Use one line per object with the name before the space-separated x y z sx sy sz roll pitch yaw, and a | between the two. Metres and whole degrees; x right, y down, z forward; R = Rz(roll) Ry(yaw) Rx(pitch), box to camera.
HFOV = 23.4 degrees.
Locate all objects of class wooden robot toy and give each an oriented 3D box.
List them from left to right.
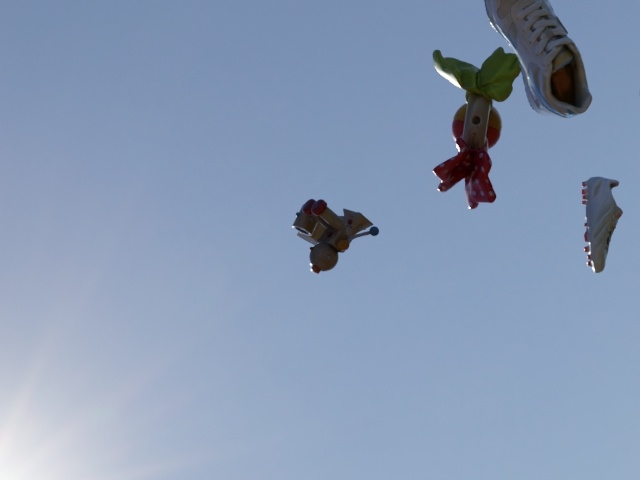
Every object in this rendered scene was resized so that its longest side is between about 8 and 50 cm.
wooden robot toy | 0.000 0.000 1.871 0.076 0.173 0.079 33 -103 -23

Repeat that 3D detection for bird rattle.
bird rattle | 0.251 -0.173 2.415 0.207 0.143 0.253 14 -104 -80

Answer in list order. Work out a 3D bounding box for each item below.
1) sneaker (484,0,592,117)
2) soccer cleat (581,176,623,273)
sneaker | 0.296 -0.269 2.057 0.087 0.092 0.228 -35 -69 -13
soccer cleat | 0.538 -0.032 2.934 0.068 0.076 0.196 70 -160 -66
